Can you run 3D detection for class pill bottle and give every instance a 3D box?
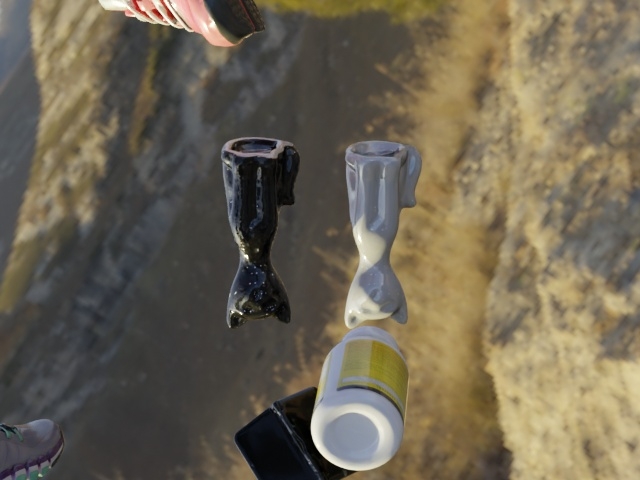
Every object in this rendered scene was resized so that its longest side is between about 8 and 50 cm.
[{"bbox_3d":[0.049,0.173,1.592,0.103,0.103,0.184,-51,10,24],"label":"pill bottle"}]

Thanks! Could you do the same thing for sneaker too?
[{"bbox_3d":[-0.151,-0.252,1.390,0.136,0.116,0.314,-29,33,0],"label":"sneaker"},{"bbox_3d":[-0.363,0.224,1.504,0.083,0.098,0.224,6,21,32],"label":"sneaker"}]

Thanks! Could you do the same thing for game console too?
[{"bbox_3d":[-0.026,0.258,1.713,0.107,0.122,0.071,-19,-23,-40],"label":"game console"}]

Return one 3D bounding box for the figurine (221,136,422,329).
[{"bbox_3d":[0.000,0.000,1.507,0.092,0.215,0.209,-90,1,-73],"label":"figurine"}]
